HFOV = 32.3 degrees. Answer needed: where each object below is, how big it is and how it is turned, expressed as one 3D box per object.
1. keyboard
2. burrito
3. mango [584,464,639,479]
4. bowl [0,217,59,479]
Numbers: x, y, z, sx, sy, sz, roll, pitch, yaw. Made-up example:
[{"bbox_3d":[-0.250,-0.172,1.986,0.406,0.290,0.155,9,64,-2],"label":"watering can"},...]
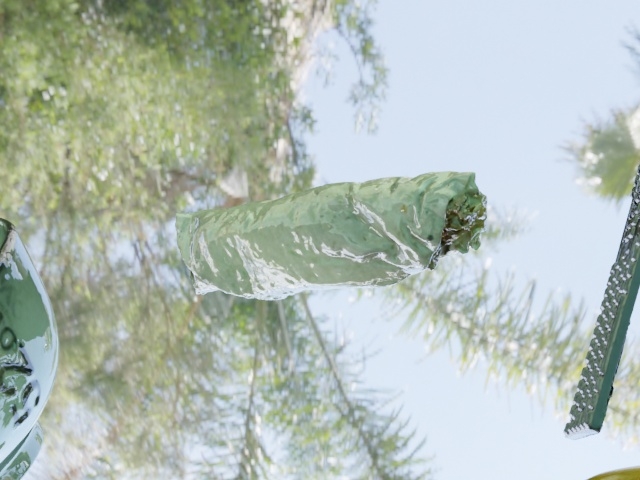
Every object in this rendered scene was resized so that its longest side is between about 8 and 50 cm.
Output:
[{"bbox_3d":[0.197,0.031,0.724,0.013,0.061,0.204,19,-106,2],"label":"keyboard"},{"bbox_3d":[0.000,0.000,1.162,0.392,0.117,0.076,-8,-166,34],"label":"burrito"},{"bbox_3d":[0.241,0.192,0.800,0.114,0.080,0.060,-10,-98,19],"label":"mango"},{"bbox_3d":[-0.372,0.154,0.985,0.354,0.185,0.354,-27,-159,11],"label":"bowl"}]
